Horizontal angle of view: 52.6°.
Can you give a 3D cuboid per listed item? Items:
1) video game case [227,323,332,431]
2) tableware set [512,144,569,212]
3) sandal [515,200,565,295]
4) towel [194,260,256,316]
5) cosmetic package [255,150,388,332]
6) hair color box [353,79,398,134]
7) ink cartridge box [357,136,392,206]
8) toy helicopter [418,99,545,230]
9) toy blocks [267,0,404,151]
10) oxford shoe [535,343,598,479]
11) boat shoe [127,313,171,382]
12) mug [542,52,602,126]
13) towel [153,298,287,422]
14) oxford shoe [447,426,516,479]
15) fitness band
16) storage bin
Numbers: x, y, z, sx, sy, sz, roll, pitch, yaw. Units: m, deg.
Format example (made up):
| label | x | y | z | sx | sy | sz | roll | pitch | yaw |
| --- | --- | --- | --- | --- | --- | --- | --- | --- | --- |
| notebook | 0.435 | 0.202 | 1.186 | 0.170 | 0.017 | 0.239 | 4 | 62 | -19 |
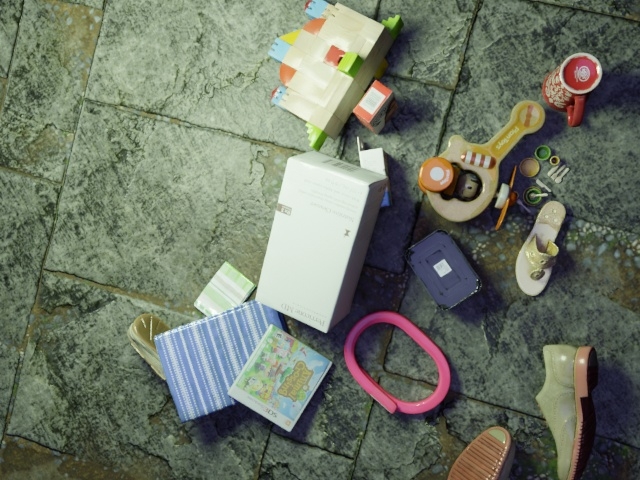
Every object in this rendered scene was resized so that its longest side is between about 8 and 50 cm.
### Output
| label | x | y | z | sx | sy | sz | roll | pitch | yaw |
| --- | --- | --- | --- | --- | --- | --- | --- | --- | --- |
| video game case | -0.104 | 0.357 | 1.680 | 0.193 | 0.023 | 0.212 | 33 | 84 | -6 |
| tableware set | 0.529 | -0.154 | 1.598 | 0.104 | 0.024 | 0.154 | 43 | 98 | 7 |
| sandal | 0.537 | 0.019 | 1.571 | 0.088 | 0.079 | 0.240 | 17 | 94 | 10 |
| towel | -0.260 | 0.148 | 1.750 | 0.113 | 0.023 | 0.152 | 37 | 97 | 7 |
| cosmetic package | 0.000 | 0.000 | 1.570 | 0.217 | 0.156 | 0.385 | 20 | 110 | 18 |
| hair color box | 0.139 | -0.324 | 1.594 | 0.053 | 0.167 | 0.093 | 38 | 97 | 9 |
| ink cartridge box | 0.139 | -0.171 | 1.629 | 0.060 | 0.104 | 0.180 | -7 | 90 | 11 |
| toy helicopter | 0.417 | -0.186 | 1.565 | 0.235 | 0.140 | 0.355 | 44 | 93 | 7 |
| toy blocks | -0.006 | -0.448 | 1.633 | 0.260 | 0.190 | 0.381 | 33 | 96 | 20 |
| oxford shoe | 0.591 | 0.419 | 1.569 | 0.130 | 0.123 | 0.349 | 5 | 94 | 37 |
| boat shoe | -0.400 | 0.330 | 1.748 | 0.302 | 0.109 | 0.098 | 45 | 135 | -4 |
| mug | 0.600 | -0.356 | 1.507 | 0.113 | 0.169 | 0.150 | -35 | 84 | 9 |
| towel | -0.240 | 0.305 | 1.695 | 0.335 | 0.040 | 0.243 | -19 | 90 | -9 |
| oxford shoe | 0.394 | 0.655 | 1.605 | 0.146 | 0.140 | 0.397 | 26 | 91 | -22 |
| fitness band | 0.196 | 0.313 | 1.657 | 0.291 | 0.054 | 0.209 | 43 | 95 | 6 |
| storage bin | 0.306 | 0.071 | 1.613 | 0.122 | 0.084 | 0.180 | -34 | 86 | 9 |
